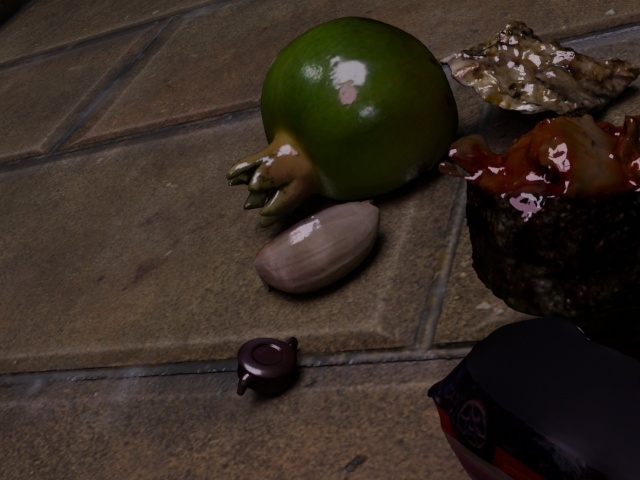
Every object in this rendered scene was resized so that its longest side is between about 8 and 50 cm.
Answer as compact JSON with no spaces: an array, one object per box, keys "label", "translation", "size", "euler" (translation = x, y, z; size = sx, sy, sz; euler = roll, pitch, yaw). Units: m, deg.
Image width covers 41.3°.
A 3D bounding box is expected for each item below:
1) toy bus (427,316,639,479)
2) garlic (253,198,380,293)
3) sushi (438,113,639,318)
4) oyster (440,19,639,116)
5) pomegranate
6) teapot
[{"label":"toy bus","translation":[0.224,0.169,0.632],"size":[0.127,0.147,0.302],"euler":[-35,34,-20]},{"label":"garlic","translation":[0.010,-0.005,1.095],"size":[0.198,0.090,0.128],"euler":[-35,13,-12]},{"label":"sushi","translation":[0.281,-0.033,0.782],"size":[0.343,0.182,0.196],"euler":[-3,8,-3]},{"label":"oyster","translation":[0.292,-0.236,1.161],"size":[0.223,0.083,0.214],"euler":[-20,43,-33]},{"label":"pomegranate","translation":[0.011,-0.186,1.215],"size":[0.358,0.216,0.310],"euler":[-35,31,-18]},{"label":"teapot","translation":[-0.060,0.143,0.966],"size":[0.068,0.045,0.100],"euler":[30,40,27]}]
